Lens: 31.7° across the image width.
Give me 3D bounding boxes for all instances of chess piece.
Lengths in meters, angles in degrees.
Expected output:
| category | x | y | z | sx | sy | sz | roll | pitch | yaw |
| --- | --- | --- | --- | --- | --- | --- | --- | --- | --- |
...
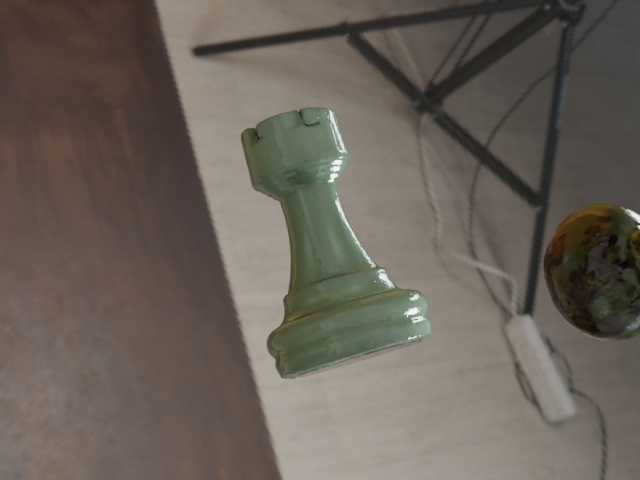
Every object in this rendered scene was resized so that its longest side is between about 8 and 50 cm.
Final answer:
| category | x | y | z | sx | sy | sz | roll | pitch | yaw |
| --- | --- | --- | --- | --- | --- | --- | --- | --- | --- |
| chess piece | 0.000 | 0.000 | 0.460 | 0.067 | 0.067 | 0.103 | -10 | 79 | -41 |

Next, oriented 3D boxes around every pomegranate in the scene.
| category | x | y | z | sx | sy | sz | roll | pitch | yaw |
| --- | --- | --- | --- | --- | --- | --- | --- | --- | --- |
| pomegranate | 0.312 | 0.030 | 1.146 | 0.149 | 0.169 | 0.148 | 4 | 83 | -38 |
